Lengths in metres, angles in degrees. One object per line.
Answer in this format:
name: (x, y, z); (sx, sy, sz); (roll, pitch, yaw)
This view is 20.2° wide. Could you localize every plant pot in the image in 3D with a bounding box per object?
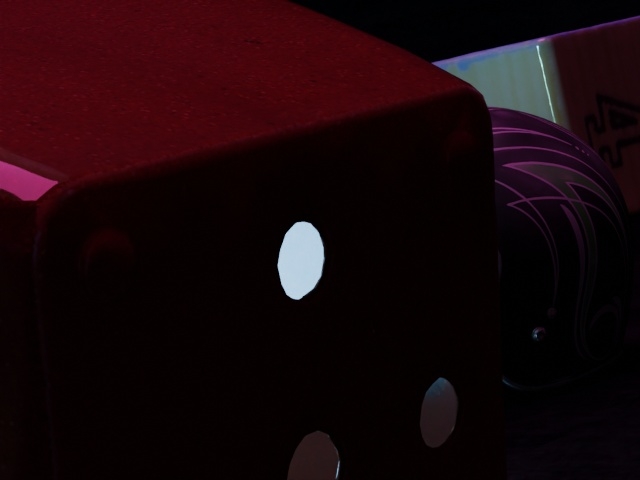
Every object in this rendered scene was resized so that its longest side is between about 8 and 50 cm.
plant pot: (-0.090, 0.050, 0.525); (0.235, 0.267, 0.267); (6, 15, 37)

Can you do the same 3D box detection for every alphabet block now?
alphabet block: (0.245, -0.115, 1.876); (0.193, 0.197, 0.192); (-17, 7, -39)

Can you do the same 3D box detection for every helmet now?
helmet: (0.097, 0.002, 1.041); (0.169, 0.162, 0.169); (-13, 4, 1)
